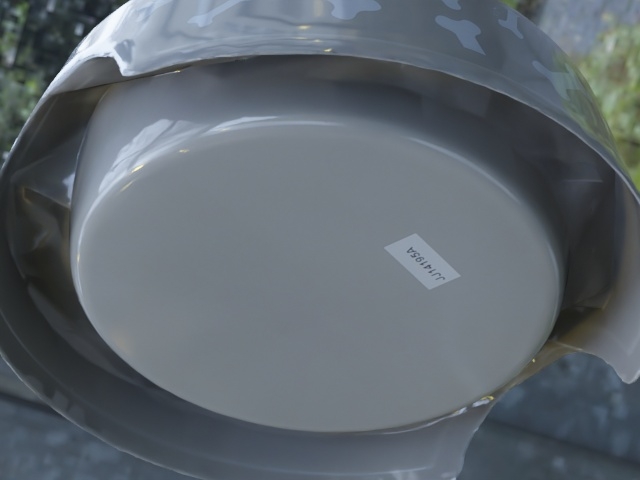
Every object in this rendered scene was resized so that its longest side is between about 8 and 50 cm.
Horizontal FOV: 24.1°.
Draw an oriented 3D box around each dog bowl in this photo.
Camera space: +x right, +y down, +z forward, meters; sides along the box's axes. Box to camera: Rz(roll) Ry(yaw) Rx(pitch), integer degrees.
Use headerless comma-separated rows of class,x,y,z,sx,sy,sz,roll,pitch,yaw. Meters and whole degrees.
dog bowl,0.000,0.000,0.782,0.348,0.349,0.102,110,168,-48
